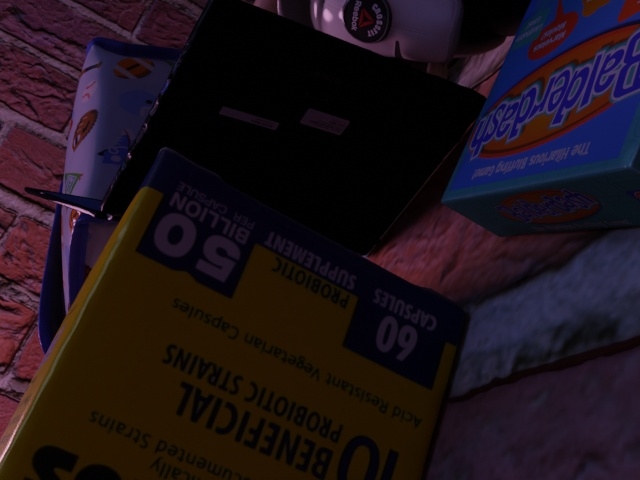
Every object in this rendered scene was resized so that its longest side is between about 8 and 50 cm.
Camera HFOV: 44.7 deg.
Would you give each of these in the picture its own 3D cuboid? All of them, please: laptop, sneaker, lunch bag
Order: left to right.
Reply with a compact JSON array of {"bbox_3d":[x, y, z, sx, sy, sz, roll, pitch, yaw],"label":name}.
[{"bbox_3d":[-0.219,-0.001,0.977,0.385,0.239,0.328,110,158,-45],"label":"lunch bag"},{"bbox_3d":[-0.057,-0.069,0.590,0.264,0.234,0.136,-53,46,30],"label":"laptop"},{"bbox_3d":[0.116,-0.209,0.601,0.330,0.146,0.122,-46,-26,-41],"label":"sneaker"}]

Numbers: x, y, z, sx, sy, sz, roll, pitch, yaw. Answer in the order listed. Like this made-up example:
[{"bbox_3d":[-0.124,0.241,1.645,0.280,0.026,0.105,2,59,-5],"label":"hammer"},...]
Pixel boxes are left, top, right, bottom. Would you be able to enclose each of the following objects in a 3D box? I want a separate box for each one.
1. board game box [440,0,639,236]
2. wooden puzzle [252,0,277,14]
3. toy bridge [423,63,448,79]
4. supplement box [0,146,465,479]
[{"bbox_3d":[0.151,-0.106,0.379,0.210,0.047,0.160,-65,15,-10],"label":"board game box"},{"bbox_3d":[0.010,-0.247,0.784,0.348,0.080,0.322,-43,-5,-42],"label":"wooden puzzle"},{"bbox_3d":[0.085,-0.128,0.691,0.063,0.026,0.188,-30,34,60],"label":"toy bridge"},{"bbox_3d":[-0.092,0.169,0.418,0.195,0.194,0.357,-35,30,61],"label":"supplement box"}]
